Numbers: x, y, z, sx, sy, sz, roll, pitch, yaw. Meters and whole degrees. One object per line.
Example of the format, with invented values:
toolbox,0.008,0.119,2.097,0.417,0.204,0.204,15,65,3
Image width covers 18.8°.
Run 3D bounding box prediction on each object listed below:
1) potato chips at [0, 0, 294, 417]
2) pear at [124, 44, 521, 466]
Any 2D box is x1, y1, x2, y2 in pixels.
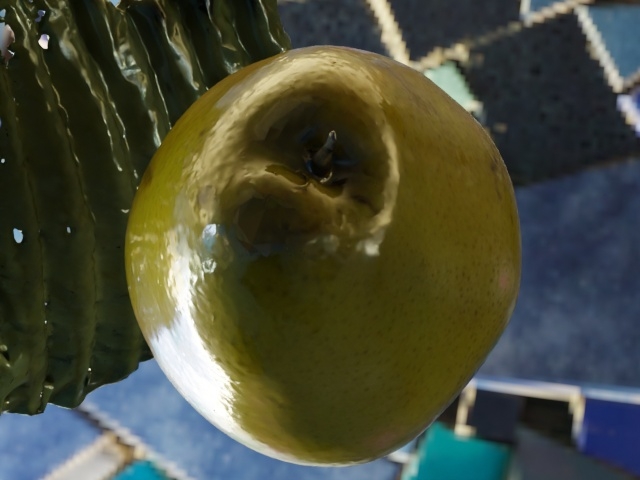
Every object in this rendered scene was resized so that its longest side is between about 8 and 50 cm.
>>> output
potato chips,-0.171,-0.035,1.513,0.097,0.389,0.373,21,-162,38
pear,0.007,0.011,1.286,0.284,0.285,0.336,13,-174,-8
